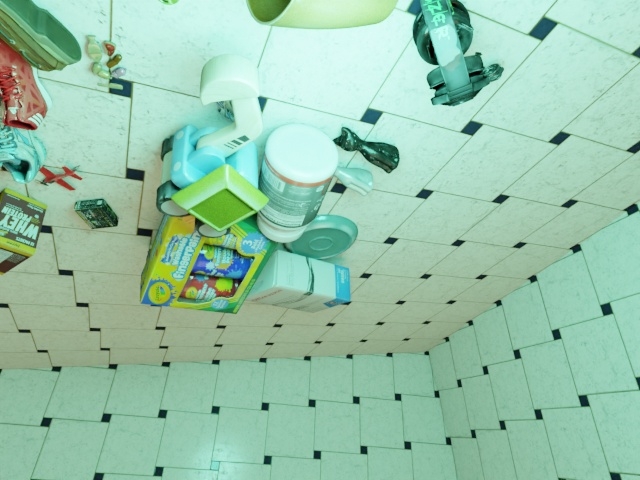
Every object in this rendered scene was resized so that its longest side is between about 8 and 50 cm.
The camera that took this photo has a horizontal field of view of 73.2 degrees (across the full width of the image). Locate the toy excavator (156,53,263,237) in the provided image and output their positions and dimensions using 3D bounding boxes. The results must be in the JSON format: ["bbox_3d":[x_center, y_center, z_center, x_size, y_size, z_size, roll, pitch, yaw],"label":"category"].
[{"bbox_3d":[-0.254,-0.236,1.134,0.446,0.222,0.433,-20,148,24],"label":"toy excavator"}]

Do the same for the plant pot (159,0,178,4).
[{"bbox_3d":[-0.295,-0.503,0.835,0.084,0.079,0.083,-6,148,-3],"label":"plant pot"}]

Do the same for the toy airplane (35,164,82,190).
[{"bbox_3d":[-0.780,-0.191,1.292,0.152,0.028,0.151,-5,148,-3],"label":"toy airplane"}]

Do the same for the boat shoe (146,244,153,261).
[{"bbox_3d":[-0.556,0.081,1.711,0.255,0.078,0.095,16,176,-33],"label":"boat shoe"}]

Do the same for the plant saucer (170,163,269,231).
[{"bbox_3d":[-0.259,-0.094,1.135,0.188,0.045,0.188,-27,144,17],"label":"plant saucer"}]

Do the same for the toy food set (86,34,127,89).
[{"bbox_3d":[-0.492,-0.414,1.000,0.078,0.019,0.122,3,140,-18],"label":"toy food set"}]

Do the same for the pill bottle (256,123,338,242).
[{"bbox_3d":[-0.089,-0.160,1.324,0.211,0.210,0.362,2,148,-16],"label":"pill bottle"}]

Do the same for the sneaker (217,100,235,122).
[{"bbox_3d":[-0.237,-0.346,1.145,0.058,0.052,0.135,7,159,15],"label":"sneaker"}]

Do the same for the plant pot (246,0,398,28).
[{"bbox_3d":[0.023,-0.497,0.804,0.255,0.236,0.237,-2,151,-36],"label":"plant pot"}]

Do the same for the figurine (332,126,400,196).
[{"bbox_3d":[0.100,-0.248,1.353,0.210,0.092,0.215,20,141,-26],"label":"figurine"}]

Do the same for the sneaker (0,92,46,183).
[{"bbox_3d":[-0.788,-0.257,1.091,0.110,0.122,0.283,-4,149,-6],"label":"sneaker"}]

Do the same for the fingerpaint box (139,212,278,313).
[{"bbox_3d":[-0.402,0.056,1.546,0.372,0.163,0.444,13,127,-30],"label":"fingerpaint box"}]

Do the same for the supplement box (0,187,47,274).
[{"bbox_3d":[-0.999,-0.025,1.361,0.194,0.191,0.129,-23,146,25],"label":"supplement box"}]

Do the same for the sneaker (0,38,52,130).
[{"bbox_3d":[-0.687,-0.341,0.968,0.087,0.127,0.221,-8,149,0],"label":"sneaker"}]

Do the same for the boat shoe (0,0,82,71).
[{"bbox_3d":[-0.619,-0.446,0.827,0.105,0.110,0.307,-16,148,12],"label":"boat shoe"}]

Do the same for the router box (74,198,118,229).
[{"bbox_3d":[-0.755,-0.089,1.458,0.092,0.038,0.122,-7,149,-2],"label":"router box"}]

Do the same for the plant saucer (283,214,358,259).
[{"bbox_3d":[0.000,0.000,1.770,0.318,0.043,0.317,-5,149,-3],"label":"plant saucer"}]

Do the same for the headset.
[{"bbox_3d":[0.318,-0.424,0.970,0.186,0.243,0.394,-16,169,21],"label":"headset"}]

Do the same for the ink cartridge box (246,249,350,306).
[{"bbox_3d":[-0.107,0.192,1.905,0.395,0.166,0.286,17,152,-35],"label":"ink cartridge box"}]
